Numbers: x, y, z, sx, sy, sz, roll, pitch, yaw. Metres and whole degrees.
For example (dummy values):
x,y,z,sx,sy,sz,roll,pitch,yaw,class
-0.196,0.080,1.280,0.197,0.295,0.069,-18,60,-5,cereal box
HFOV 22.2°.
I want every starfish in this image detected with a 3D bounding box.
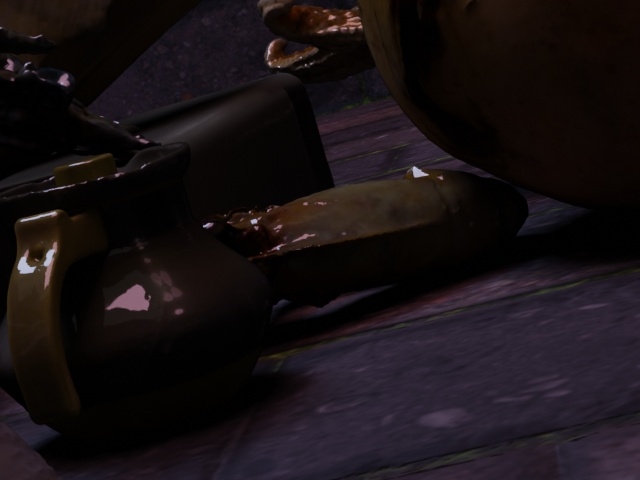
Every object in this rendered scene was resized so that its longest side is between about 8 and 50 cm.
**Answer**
x,y,z,sx,sy,sz,roll,pitch,yaw,class
0.111,-0.119,1.159,0.375,0.094,0.327,14,6,-30,starfish

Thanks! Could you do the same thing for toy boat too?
x,y,z,sx,sy,sz,roll,pitch,yaw,class
-0.249,-0.073,1.144,0.445,0.136,0.162,-41,-9,2,toy boat

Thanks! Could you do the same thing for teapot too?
x,y,z,sx,sy,sz,roll,pitch,yaw,class
-0.093,0.025,0.710,0.130,0.119,0.165,-14,8,16,teapot

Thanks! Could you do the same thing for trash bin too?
x,y,z,sx,sy,sz,roll,pitch,yaw,class
-0.112,-0.022,1.120,0.164,0.122,0.240,-12,10,24,trash bin

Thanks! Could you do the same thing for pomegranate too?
x,y,z,sx,sy,sz,roll,pitch,yaw,class
0.169,-0.154,0.891,0.322,0.322,0.322,-15,7,2,pomegranate

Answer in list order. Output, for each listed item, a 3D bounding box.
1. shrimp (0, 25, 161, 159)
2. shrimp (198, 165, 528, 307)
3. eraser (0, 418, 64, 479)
x,y,z,sx,sy,sz,roll,pitch,yaw,class
-0.312,-0.041,0.981,0.445,0.272,0.085,1,35,4,shrimp
0.000,0.001,0.887,0.267,0.061,0.145,-16,7,-44,shrimp
-0.214,0.109,0.487,0.352,0.077,0.111,-10,8,33,eraser
